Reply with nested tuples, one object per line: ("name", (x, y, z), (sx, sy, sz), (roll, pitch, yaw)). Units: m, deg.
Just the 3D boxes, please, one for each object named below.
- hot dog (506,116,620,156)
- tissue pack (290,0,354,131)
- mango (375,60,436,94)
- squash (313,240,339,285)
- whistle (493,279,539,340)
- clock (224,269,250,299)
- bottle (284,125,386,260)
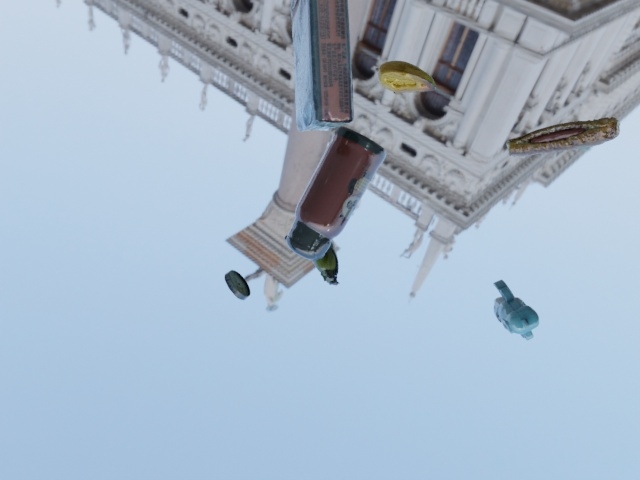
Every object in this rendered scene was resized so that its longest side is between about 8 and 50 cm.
("hot dog", (0.639, -0.268, 1.477), (0.083, 0.289, 0.068), (24, -114, -45))
("tissue pack", (0.001, -0.400, 1.195), (0.103, 0.315, 0.228), (-4, -173, -10))
("mango", (0.243, -0.469, 1.592), (0.187, 0.101, 0.066), (19, -114, 23))
("squash", (-0.001, 0.001, 1.674), (0.087, 0.087, 0.331), (0, -127, -18))
("whistle", (0.555, 0.213, 1.602), (0.186, 0.093, 0.274), (61, -174, -3))
("clock", (-0.209, 0.112, 1.399), (0.085, 0.017, 0.085), (50, -166, -17))
("bottle", (0.028, -0.110, 1.401), (0.144, 0.336, 0.144), (29, -174, -3))
